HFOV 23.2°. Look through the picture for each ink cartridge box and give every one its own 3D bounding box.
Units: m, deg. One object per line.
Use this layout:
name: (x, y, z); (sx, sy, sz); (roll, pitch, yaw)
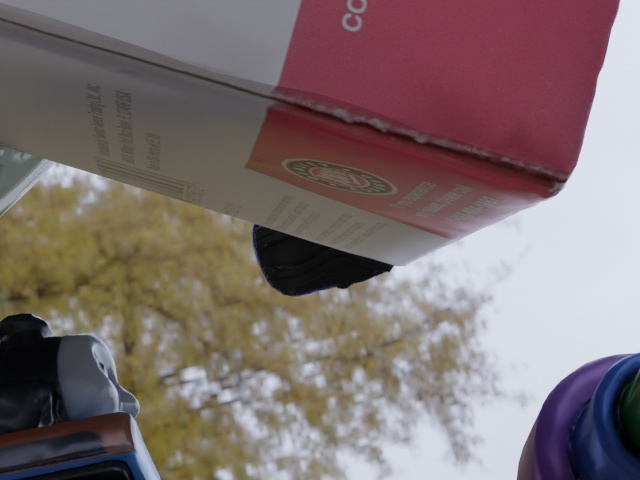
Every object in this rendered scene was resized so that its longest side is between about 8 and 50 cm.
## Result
ink cartridge box: (-0.080, -0.091, 0.400); (0.283, 0.117, 0.207); (17, -6, -5)

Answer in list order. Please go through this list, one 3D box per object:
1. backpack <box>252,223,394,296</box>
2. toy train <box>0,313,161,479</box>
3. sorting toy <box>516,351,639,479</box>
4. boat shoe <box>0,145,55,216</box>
backpack: (0.000, 0.000, 1.434); (0.120, 0.098, 0.101); (-19, 4, 1)
toy train: (-0.120, 0.073, 0.362); (0.184, 0.105, 0.080); (-12, -34, 1)
sorting toy: (0.173, 0.163, 0.366); (0.127, 0.365, 0.126); (-26, -24, -16)
boat shoe: (-0.203, -0.081, 0.685); (0.500, 0.156, 0.186); (-36, -73, -27)
